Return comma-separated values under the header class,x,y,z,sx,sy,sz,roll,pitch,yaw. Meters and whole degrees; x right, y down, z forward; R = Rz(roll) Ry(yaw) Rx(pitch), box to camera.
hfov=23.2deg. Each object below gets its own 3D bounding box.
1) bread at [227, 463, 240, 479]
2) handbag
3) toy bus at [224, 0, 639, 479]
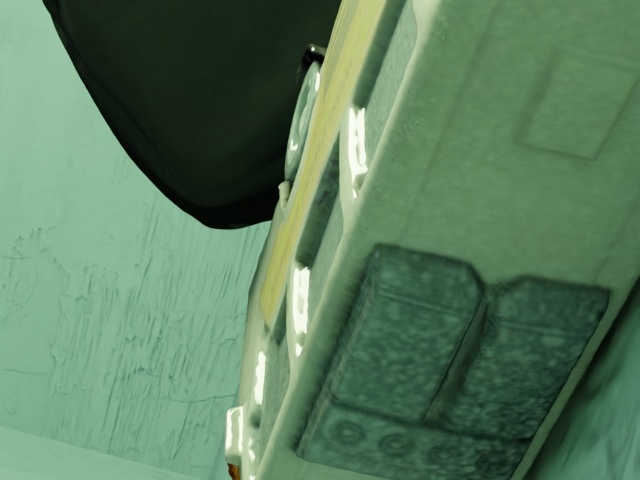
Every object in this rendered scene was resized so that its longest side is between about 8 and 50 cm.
class,x,y,z,sx,sy,sz,roll,pitch,yaw
bread,-0.024,0.118,1.211,0.193,0.064,0.193,-162,90,-85
handbag,0.031,-0.116,0.666,0.275,0.178,0.302,-33,-1,-3
toy bus,0.056,-0.053,0.410,0.138,0.097,0.342,-88,13,-46
